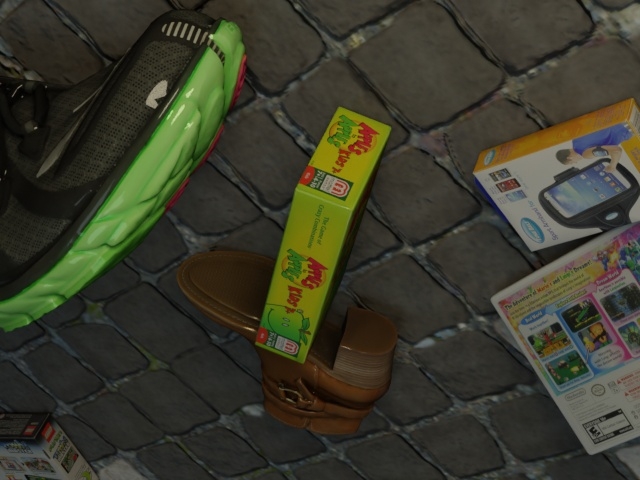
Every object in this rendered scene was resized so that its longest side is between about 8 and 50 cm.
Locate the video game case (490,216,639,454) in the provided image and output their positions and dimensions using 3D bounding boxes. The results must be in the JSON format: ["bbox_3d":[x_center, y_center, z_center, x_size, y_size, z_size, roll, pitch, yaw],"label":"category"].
[{"bbox_3d":[0.216,0.070,0.897,0.157,0.019,0.143,-36,85,45],"label":"video game case"}]

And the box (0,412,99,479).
[{"bbox_3d":[-0.360,0.241,1.382,0.207,0.036,0.114,-4,131,29],"label":"box"}]

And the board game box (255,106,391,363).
[{"bbox_3d":[0.000,0.000,0.919,0.043,0.092,0.181,22,138,5],"label":"board game box"}]

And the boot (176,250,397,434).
[{"bbox_3d":[-0.037,0.097,1.055,0.197,0.073,0.152,24,143,6],"label":"boot"}]

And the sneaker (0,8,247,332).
[{"bbox_3d":[-0.257,-0.045,0.926,0.483,0.185,0.202,-26,111,31],"label":"sneaker"}]

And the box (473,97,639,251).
[{"bbox_3d":[0.170,-0.039,0.845,0.136,0.028,0.081,-20,121,37],"label":"box"}]
